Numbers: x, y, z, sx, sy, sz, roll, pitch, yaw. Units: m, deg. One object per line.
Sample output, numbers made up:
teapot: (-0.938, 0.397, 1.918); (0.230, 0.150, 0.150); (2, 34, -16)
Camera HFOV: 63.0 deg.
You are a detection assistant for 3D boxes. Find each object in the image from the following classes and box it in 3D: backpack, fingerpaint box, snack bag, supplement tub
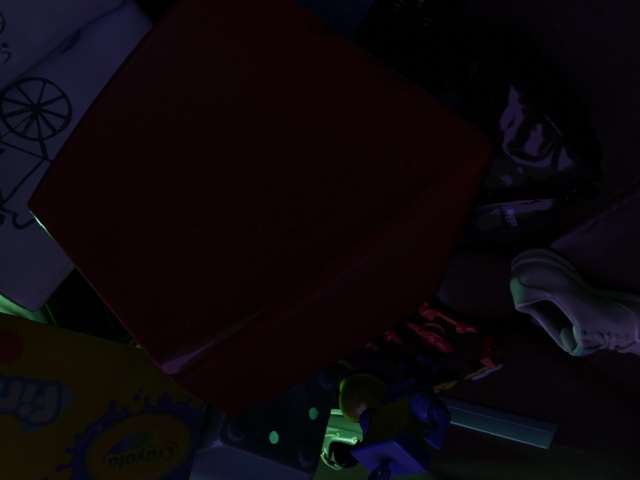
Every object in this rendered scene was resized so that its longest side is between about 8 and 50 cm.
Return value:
backpack: (0.138, -0.073, 0.476); (0.152, 0.115, 0.182); (50, 137, -6)
fingerpaint box: (-0.411, 0.158, 0.563); (0.371, 0.163, 0.445); (-8, 153, 40)
snack bag: (-0.284, -0.146, 0.474); (0.342, 0.323, 0.037); (49, 151, -23)
supplement tub: (-0.342, 0.018, 0.760); (0.207, 0.207, 0.337); (20, 138, 9)

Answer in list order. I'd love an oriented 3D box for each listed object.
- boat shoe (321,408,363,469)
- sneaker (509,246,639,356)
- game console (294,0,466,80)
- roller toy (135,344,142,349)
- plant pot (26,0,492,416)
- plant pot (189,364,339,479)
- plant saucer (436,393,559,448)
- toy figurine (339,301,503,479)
boat shoe: (0.047, 0.392, 1.022); (0.109, 0.091, 0.305); (45, 137, -19)
sneaker: (0.302, 0.095, 0.576); (0.212, 0.094, 0.080); (26, 138, 1)
game console: (-0.035, -0.218, 0.376); (0.293, 0.173, 0.250); (32, 139, -4)
roller toy: (-0.418, 0.184, 1.018); (0.191, 0.146, 0.209); (25, 139, 2)
plant pot: (-0.061, -0.009, 0.442); (0.267, 0.236, 0.267); (42, 163, 21)
plant pot: (-0.111, 0.242, 0.755); (0.247, 0.247, 0.252); (31, 148, -23)
plant saucer: (0.281, 0.297, 0.854); (0.192, 0.018, 0.067); (10, 136, 21)
toy figurine: (0.079, 0.256, 0.770); (0.191, 0.217, 0.362); (39, 138, -12)
